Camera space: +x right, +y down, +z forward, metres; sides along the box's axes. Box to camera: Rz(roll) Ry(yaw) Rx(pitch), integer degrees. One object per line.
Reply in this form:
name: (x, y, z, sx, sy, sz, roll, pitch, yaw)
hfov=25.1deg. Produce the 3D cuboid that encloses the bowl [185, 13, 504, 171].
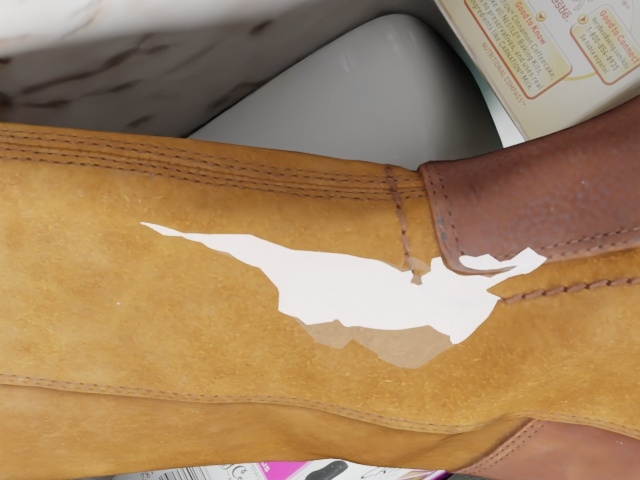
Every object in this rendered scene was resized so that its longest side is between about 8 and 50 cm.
bowl: (0.000, 0.000, 0.474, 0.142, 0.053, 0.142, -33, 161, 9)

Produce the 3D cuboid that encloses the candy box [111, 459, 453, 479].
candy box: (0.036, 0.069, 0.659, 0.159, 0.071, 0.233, -5, 148, -51)

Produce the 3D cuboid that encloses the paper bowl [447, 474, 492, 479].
paper bowl: (0.158, 0.164, 0.903, 0.284, 0.148, 0.284, -32, 160, -13)

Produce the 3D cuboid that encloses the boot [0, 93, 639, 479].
boot: (0.026, -0.019, 0.342, 0.280, 0.096, 0.264, 5, 145, -5)

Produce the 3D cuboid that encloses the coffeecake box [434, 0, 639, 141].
coffeecake box: (0.143, -0.085, 0.439, 0.185, 0.068, 0.142, -34, 158, 12)
